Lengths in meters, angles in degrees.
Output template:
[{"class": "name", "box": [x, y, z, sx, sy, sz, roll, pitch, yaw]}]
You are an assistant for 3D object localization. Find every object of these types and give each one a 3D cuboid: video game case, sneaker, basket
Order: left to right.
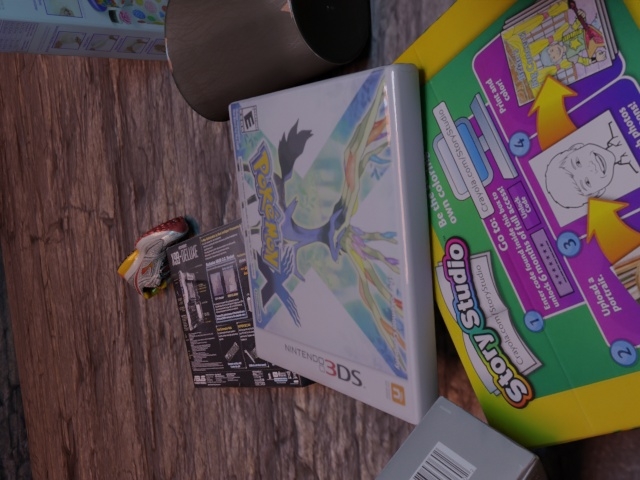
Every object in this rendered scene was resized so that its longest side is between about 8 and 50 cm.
[{"class": "sneaker", "box": [-0.295, 0.033, 1.139, 0.093, 0.088, 0.225, 50, 135, 3]}, {"class": "basket", "box": [-0.065, -0.258, 0.746, 0.226, 0.154, 0.205, 4, 97, 46]}, {"class": "video game case", "box": [0.000, 0.000, 0.662, 0.300, 0.036, 0.329, 6, 104, 53]}]

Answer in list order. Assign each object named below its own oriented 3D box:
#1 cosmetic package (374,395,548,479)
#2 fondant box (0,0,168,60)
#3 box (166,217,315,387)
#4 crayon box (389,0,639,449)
[{"class": "cosmetic package", "box": [0.136, 0.257, 0.536, 0.107, 0.127, 0.238, 25, 158, 46]}, {"class": "fondant box", "box": [-0.390, -0.412, 0.952, 0.096, 0.330, 0.238, -30, 75, 50]}, {"class": "box", "box": [-0.116, 0.098, 0.930, 0.307, 0.076, 0.243, -18, 84, 50]}, {"class": "crayon box", "box": [0.212, -0.043, 0.491, 0.313, 0.106, 0.363, -37, 69, 49]}]
